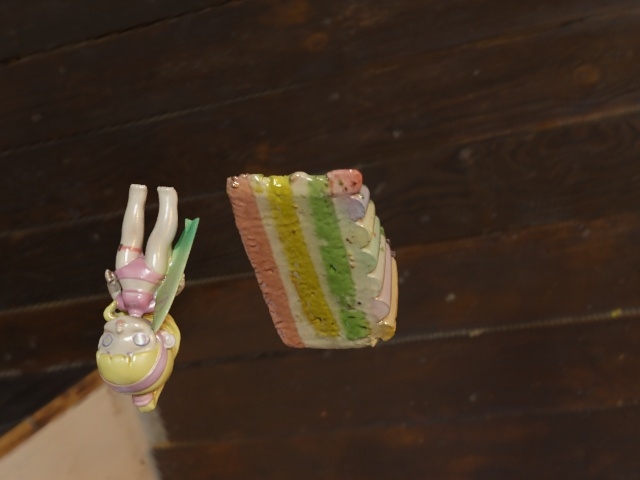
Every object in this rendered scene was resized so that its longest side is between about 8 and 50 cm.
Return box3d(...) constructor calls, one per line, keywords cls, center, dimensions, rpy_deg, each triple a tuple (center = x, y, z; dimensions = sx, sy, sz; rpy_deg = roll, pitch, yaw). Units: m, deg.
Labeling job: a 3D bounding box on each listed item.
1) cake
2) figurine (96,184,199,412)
box3d(cls="cake", center=(-0.001, 0.019, 1.182), dimensions=(0.109, 0.225, 0.090), rpy_deg=(-4, 64, 12))
box3d(cls="figurine", center=(-0.143, 0.048, 1.167), dimensions=(0.083, 0.083, 0.187), rpy_deg=(-2, 80, 29))
